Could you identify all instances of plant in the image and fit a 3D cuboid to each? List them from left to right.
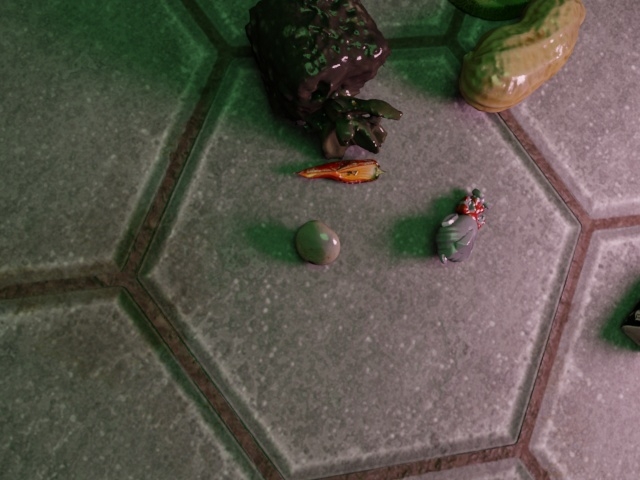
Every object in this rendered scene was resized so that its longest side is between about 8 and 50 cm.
[{"bbox_3d":[0.012,-0.285,1.377,0.213,0.215,0.312,-19,87,-17],"label":"plant"}]

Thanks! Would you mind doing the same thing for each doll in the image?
[{"bbox_3d":[0.264,-0.022,1.456,0.094,0.079,0.180,50,60,-24],"label":"doll"}]

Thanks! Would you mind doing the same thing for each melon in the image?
[{"bbox_3d":[0.322,-0.513,1.558,0.210,0.064,0.118,16,73,-11],"label":"melon"}]

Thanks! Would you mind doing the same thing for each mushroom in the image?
[{"bbox_3d":[0.000,0.000,1.404,0.085,0.085,0.079,47,33,0],"label":"mushroom"}]

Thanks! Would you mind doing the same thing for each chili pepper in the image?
[{"bbox_3d":[0.036,-0.127,1.445,0.178,0.027,0.045,-5,121,-12],"label":"chili pepper"}]

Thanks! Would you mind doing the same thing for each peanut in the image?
[{"bbox_3d":[0.391,-0.367,1.507,0.153,0.140,0.325,39,73,15],"label":"peanut"}]

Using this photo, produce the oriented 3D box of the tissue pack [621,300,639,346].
[{"bbox_3d":[0.671,0.128,1.492,0.090,0.103,0.170,42,76,-9],"label":"tissue pack"}]
